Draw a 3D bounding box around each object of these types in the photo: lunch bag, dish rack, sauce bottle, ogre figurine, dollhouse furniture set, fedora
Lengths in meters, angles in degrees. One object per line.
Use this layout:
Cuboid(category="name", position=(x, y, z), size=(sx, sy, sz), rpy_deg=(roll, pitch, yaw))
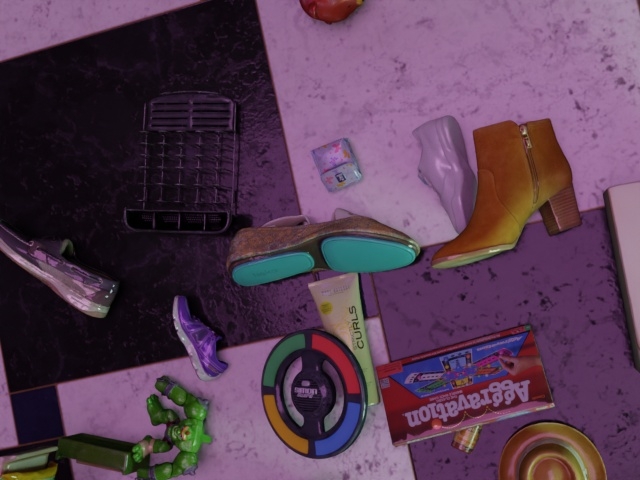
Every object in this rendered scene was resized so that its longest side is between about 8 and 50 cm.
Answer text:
Cuboid(category="lunch bag", position=(0.031, -0.137, 1.651), size=(0.071, 0.053, 0.083), rpy_deg=(-20, 93, 13))
Cuboid(category="dish rack", position=(-0.254, -0.148, 1.708), size=(0.208, 0.074, 0.271), rpy_deg=(2, 88, 13))
Cuboid(category="sauce bottle", position=(0.267, 0.304, 1.583), size=(0.042, 0.042, 0.128), rpy_deg=(20, 86, 13))
Cuboid(category="ogre figurine", position=(-0.270, 0.353, 1.685), size=(0.118, 0.096, 0.197), rpy_deg=(2, 52, 19))
Cuboid(category="dollhouse furniture set", position=(-0.448, 0.466, 1.614), size=(0.151, 0.301, 0.197), rpy_deg=(9, 88, 16))
Cuboid(category="fedora", position=(0.389, 0.407, 1.533), size=(0.194, 0.079, 0.194), rpy_deg=(0, 89, 13))

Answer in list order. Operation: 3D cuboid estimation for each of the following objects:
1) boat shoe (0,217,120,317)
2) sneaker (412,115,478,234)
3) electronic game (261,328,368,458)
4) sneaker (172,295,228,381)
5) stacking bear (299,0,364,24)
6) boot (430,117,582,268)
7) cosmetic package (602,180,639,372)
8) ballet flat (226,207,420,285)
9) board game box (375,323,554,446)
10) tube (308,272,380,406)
Cuboid(category="boat shoe", position=(-0.507, 0.036, 1.751), size=(0.285, 0.103, 0.092), rpy_deg=(36, 91, 8))
Cuboid(category="sneaker", position=(0.216, -0.107, 1.604), size=(0.094, 0.080, 0.212), rpy_deg=(-14, 88, 33))
Cuboid(category="electronic game", position=(-0.014, 0.271, 1.615), size=(0.229, 0.048, 0.229), rpy_deg=(0, 91, 37))
Cuboid(category="sneaker", position=(-0.225, 0.176, 1.705), size=(0.071, 0.068, 0.169), rpy_deg=(-26, 91, -4))
Cuboid(category="stacking bear", position=(0.036, -0.530, 1.616), size=(0.164, 0.175, 0.288), rpy_deg=(13, 98, 11))
Cuboid(category="boot", position=(0.286, -0.085, 1.533), size=(0.295, 0.104, 0.211), rpy_deg=(-18, 84, -15))
Cuboid(category="cosmetic package", position=(0.570, 0.053, 1.487), size=(0.160, 0.113, 0.309), rpy_deg=(-11, 85, 12))
Cuboid(category="ballet flat", position=(0.000, 0.000, 1.631), size=(0.349, 0.123, 0.123), rpy_deg=(-8, 86, 11))
Cuboid(category="board game box", position=(0.244, 0.251, 1.574), size=(0.281, 0.027, 0.145), rpy_deg=(-18, 64, 13))
Cuboid(category="tube", position=(0.048, 0.181, 1.634), size=(0.062, 0.070, 0.240), rpy_deg=(-25, 75, 52))
